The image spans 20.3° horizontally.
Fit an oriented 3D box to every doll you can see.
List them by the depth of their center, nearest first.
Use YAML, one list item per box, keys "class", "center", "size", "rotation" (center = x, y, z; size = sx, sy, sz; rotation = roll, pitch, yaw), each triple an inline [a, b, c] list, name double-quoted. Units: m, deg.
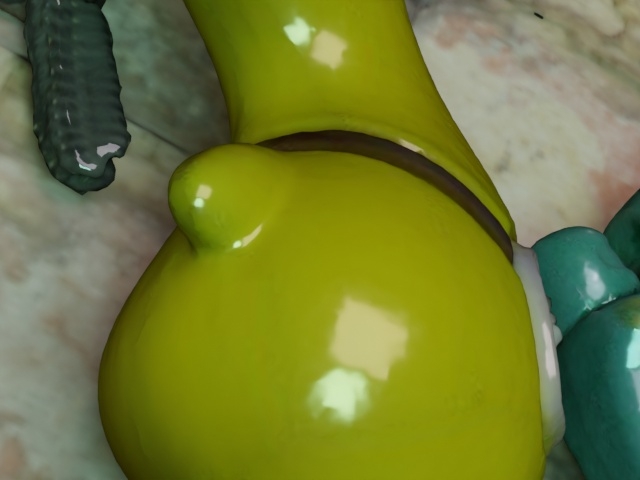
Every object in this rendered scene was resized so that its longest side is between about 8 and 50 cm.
- class: "doll"
  center: [0.000, 0.000, 0.583]
  size: [0.199, 0.145, 0.363]
  rotation: [38, 42, -63]

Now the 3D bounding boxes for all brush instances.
- class: "brush"
  center: [-0.102, -0.164, 0.675]
  size: [0.070, 0.051, 0.323]
  rotation: [3, 62, -30]

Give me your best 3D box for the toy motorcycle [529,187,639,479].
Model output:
- class: "toy motorcycle"
  center: [0.165, 0.064, 0.656]
  size: [0.198, 0.109, 0.296]
  rotation: [16, 55, -17]
